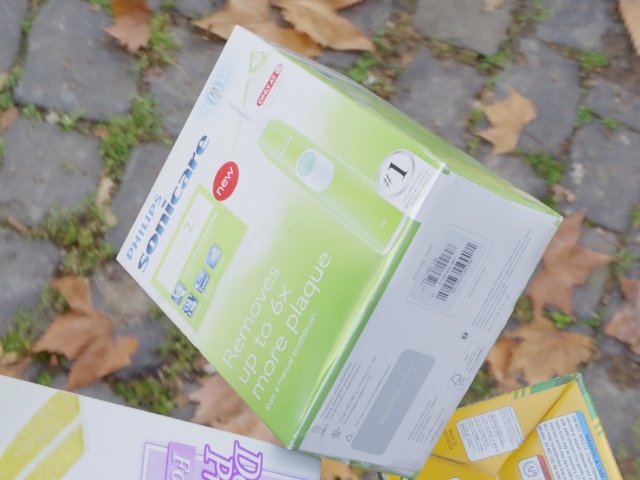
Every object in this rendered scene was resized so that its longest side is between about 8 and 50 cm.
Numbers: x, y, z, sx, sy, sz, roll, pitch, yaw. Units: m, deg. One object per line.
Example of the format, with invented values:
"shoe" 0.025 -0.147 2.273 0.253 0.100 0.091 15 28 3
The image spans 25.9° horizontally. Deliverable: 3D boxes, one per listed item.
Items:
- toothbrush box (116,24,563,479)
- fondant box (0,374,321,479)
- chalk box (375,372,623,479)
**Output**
"toothbrush box" 0.000 0.000 0.980 0.122 0.283 0.206 21 103 -37
"fondant box" -0.153 0.211 0.787 0.330 0.096 0.238 22 65 -42
"chalk box" 0.156 0.262 1.176 0.179 0.289 0.180 -17 65 -2
